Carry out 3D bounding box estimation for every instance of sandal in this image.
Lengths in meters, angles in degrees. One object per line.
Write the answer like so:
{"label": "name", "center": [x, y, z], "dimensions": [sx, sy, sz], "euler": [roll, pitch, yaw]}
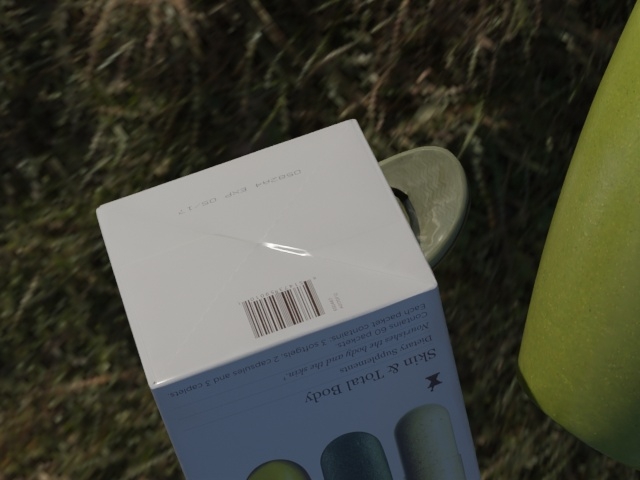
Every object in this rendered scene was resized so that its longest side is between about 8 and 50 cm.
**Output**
{"label": "sandal", "center": [-0.001, 0.002, 1.660], "dimensions": [0.302, 0.086, 0.120], "euler": [-24, 65, -12]}

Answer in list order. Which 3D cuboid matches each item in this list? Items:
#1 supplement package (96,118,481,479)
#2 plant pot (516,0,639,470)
{"label": "supplement package", "center": [-0.015, 0.096, 1.339], "dimensions": [0.199, 0.198, 0.263], "euler": [-19, 131, -4]}
{"label": "plant pot", "center": [0.273, 0.012, 1.355], "dimensions": [0.274, 0.275, 0.294], "euler": [32, 103, 3]}
